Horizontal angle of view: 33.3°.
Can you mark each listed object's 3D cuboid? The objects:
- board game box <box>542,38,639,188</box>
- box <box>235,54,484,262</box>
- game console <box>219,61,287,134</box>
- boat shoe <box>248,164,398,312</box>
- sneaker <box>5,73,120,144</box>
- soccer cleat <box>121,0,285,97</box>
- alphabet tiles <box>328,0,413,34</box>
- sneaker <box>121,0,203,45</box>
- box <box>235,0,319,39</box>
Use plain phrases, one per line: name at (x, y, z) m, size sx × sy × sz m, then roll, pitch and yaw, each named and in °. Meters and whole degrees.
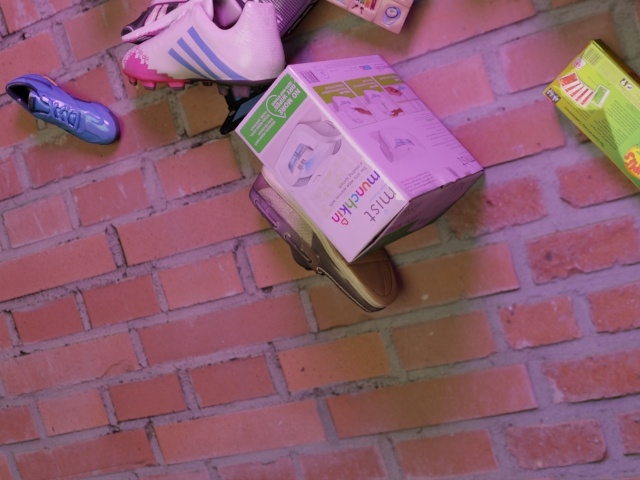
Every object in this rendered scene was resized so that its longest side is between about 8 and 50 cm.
board game box at (0.379, -0.158, 1.347) m, size 0.181 × 0.043 × 0.092 m, roll 48°, pitch 119°, yaw 12°
box at (0.062, -0.118, 1.404) m, size 0.231 × 0.262 × 0.127 m, roll 49°, pitch 119°, yaw 10°
game console at (-0.108, -0.229, 1.585) m, size 0.122 × 0.107 × 0.071 m, roll -25°, pitch 117°, yaw 31°
boat shoe at (0.000, 0.000, 1.561) m, size 0.285 × 0.103 × 0.092 m, roll 49°, pitch 124°, yaw 15°
sneaker at (-0.426, -0.210, 1.756) m, size 0.209 × 0.082 × 0.069 m, roll 29°, pitch 111°, yaw 19°
soccer cleat at (-0.171, -0.289, 1.555) m, size 0.331 × 0.116 × 0.143 m, roll 11°, pitch 109°, yaw 43°
alphabet tiles at (0.037, -0.414, 1.428) m, size 0.237 × 0.009 × 0.198 m, roll 28°, pitch 118°, yaw 9°
sneaker at (-0.228, -0.355, 1.632) m, size 0.178 × 0.072 × 0.077 m, roll -19°, pitch 79°, yaw 23°
box at (-0.081, -0.451, 1.495) m, size 0.270 × 0.060 × 0.216 m, roll 46°, pitch 118°, yaw -1°
